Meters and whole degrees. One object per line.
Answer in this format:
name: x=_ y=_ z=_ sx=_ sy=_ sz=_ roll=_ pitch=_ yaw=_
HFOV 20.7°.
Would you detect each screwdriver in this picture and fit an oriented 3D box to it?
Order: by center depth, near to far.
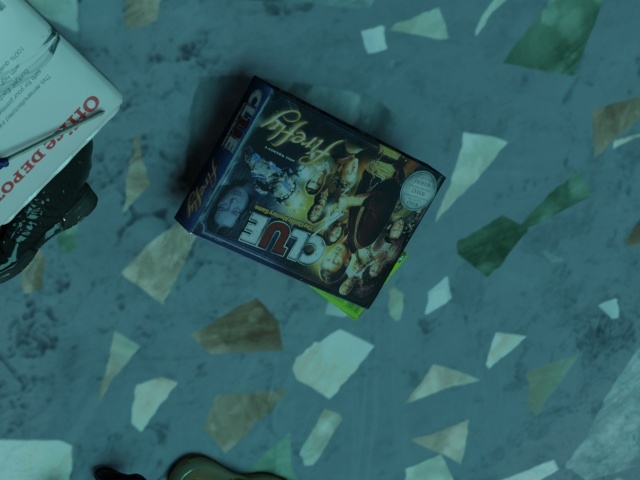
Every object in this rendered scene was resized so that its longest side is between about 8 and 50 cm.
screwdriver: x=-0.263 y=-0.075 z=1.545 sx=0.170 sy=0.024 sz=0.025 roll=-24 pitch=96 yaw=-19

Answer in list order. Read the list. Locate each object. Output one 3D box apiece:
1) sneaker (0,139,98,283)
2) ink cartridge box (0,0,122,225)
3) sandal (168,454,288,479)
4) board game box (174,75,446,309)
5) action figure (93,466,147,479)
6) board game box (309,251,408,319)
sneaker: x=-0.277 y=-0.039 z=1.666 sx=0.170 sy=0.051 sz=0.089 roll=-39 pitch=127 yaw=-13
ink cartridge box: x=-0.320 y=-0.151 z=1.549 sx=0.172 sy=0.100 sz=0.237 roll=-46 pitch=127 yaw=0
sandal: x=-0.089 y=0.289 z=1.940 sx=0.180 sy=0.049 sz=0.072 roll=26 pitch=99 yaw=-37
board game box: x=-0.007 y=-0.043 z=1.766 sx=0.243 sy=0.042 sz=0.165 roll=24 pitch=100 yaw=-36
action figure: x=-0.227 y=0.390 z=1.859 sx=0.164 sy=0.141 sz=0.276 roll=-15 pitch=117 yaw=-25
board game box: x=0.000 y=0.000 z=1.847 sx=0.181 sy=0.043 sz=0.092 roll=37 pitch=92 yaw=-38
